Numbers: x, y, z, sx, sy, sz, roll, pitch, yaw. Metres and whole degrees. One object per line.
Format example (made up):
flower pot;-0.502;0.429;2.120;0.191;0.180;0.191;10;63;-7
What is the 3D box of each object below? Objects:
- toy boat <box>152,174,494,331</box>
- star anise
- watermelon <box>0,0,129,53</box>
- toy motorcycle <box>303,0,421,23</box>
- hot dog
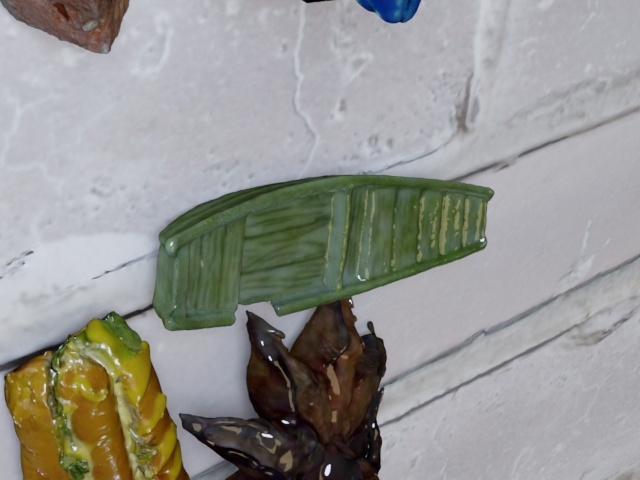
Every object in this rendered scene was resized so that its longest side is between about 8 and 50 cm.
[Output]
toy boat;0.000;0.000;0.993;0.293;0.055;0.093;-11;115;-41
star anise;0.000;0.154;1.037;0.272;0.102;0.272;-30;127;-52
watermelon;-0.135;-0.172;0.685;0.094;0.154;0.241;-41;153;-17
toy motorcycle;0.035;-0.272;0.721;0.125;0.196;0.331;-15;126;-40
hot dog;-0.141;0.160;0.962;0.115;0.072;0.269;-29;136;-19
